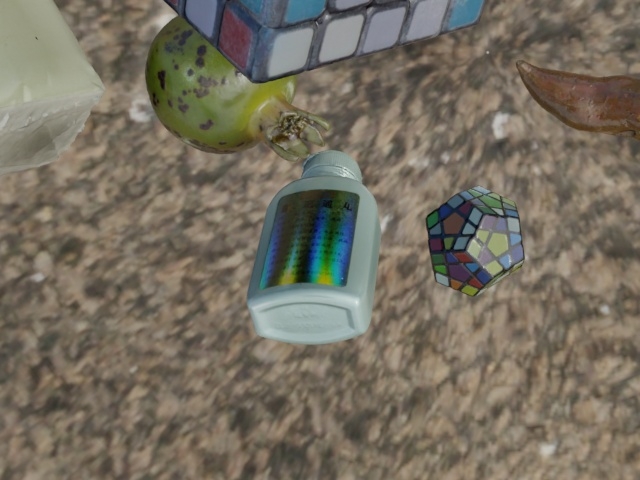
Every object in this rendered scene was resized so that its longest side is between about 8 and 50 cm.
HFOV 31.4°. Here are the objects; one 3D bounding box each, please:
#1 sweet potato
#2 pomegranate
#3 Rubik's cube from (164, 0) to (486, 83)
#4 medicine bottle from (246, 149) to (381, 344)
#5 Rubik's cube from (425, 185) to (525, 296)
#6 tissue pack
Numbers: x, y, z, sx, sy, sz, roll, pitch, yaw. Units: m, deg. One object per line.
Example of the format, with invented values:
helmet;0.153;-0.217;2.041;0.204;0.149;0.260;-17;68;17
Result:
sweet potato;0.450;-0.187;1.615;0.354;0.106;0.095;14;56;19
pomegranate;-0.095;-0.196;1.418;0.245;0.198;0.198;14;101;7
Rubik's cube;-0.006;-0.353;1.009;0.287;0.293;0.292;45;141;30
medicine bottle;0.000;0.000;1.186;0.121;0.229;0.083;-3;134;12
Rubik's cube;0.184;0.001;1.362;0.111;0.133;0.133;-7;98;8
tissue pack;-0.506;-0.270;1.492;0.207;0.297;0.380;-42;77;43
